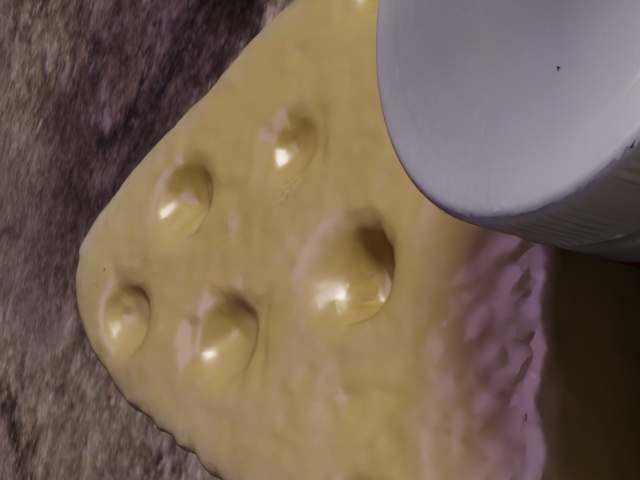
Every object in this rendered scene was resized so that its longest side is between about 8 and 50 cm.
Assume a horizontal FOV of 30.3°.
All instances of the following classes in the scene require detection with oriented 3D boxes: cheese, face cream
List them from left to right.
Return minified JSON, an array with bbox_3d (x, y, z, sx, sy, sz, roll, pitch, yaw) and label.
[{"bbox_3d":[0.007,0.013,0.630,0.384,0.104,0.384,-17,65,40],"label":"cheese"},{"bbox_3d":[0.147,-0.084,0.402,0.201,0.187,0.201,-34,50,54],"label":"face cream"}]
